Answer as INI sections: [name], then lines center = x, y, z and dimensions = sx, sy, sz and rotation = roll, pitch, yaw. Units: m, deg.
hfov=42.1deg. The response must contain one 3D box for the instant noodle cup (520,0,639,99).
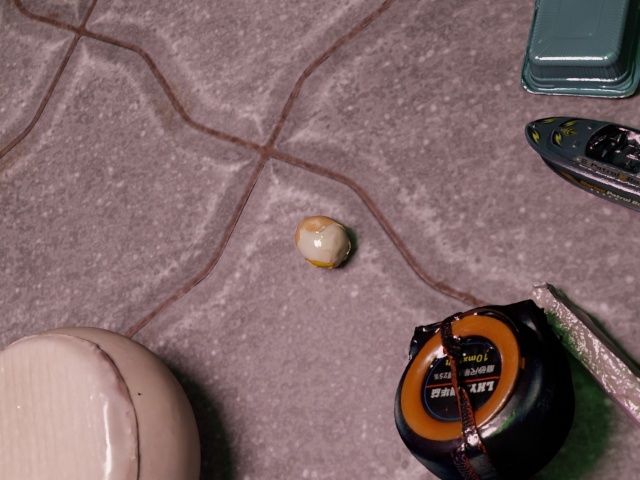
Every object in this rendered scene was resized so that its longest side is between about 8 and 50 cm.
[instant noodle cup]
center = 0.345, -0.279, 1.091
dimensions = 0.157, 0.070, 0.179
rotation = 8, 79, 29

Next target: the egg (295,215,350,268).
[egg]
center = 0.000, 0.000, 1.165
dimensions = 0.083, 0.071, 0.071
rotation = 28, 88, 32

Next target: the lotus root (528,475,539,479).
[lotus root]
center = 0.209, 0.360, 0.947
dimensions = 0.108, 0.094, 0.190
rotation = 0, 78, 55

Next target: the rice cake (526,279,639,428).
[rice cake]
center = 0.339, 0.151, 0.970
dimensions = 0.049, 0.055, 0.270
rotation = -51, 60, 20

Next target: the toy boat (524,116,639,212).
[toy boat]
center = 0.358, -0.102, 1.014
dimensions = 0.246, 0.103, 0.093
rotation = 28, 63, 34

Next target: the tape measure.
[tape measure]
center = 0.188, 0.179, 0.960
dimensions = 0.202, 0.135, 0.222
rotation = -18, 39, 38

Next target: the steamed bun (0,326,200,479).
[steamed bun]
center = -0.317, 0.305, 1.121
dimensions = 0.375, 0.241, 0.374
rotation = -8, 74, 27
